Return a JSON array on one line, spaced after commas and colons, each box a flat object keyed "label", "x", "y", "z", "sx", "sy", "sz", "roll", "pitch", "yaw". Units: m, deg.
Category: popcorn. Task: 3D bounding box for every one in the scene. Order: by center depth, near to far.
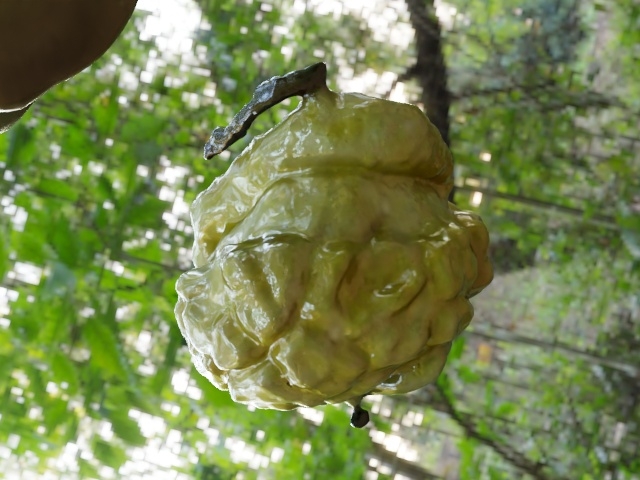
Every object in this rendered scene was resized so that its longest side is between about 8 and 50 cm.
[{"label": "popcorn", "x": 0.000, "y": 0.000, "z": 1.366, "sx": 0.349, "sy": 0.348, "sz": 0.382, "roll": -52, "pitch": -46, "yaw": -58}]

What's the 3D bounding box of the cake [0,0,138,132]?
[{"label": "cake", "x": -0.150, "y": -0.199, "z": 0.435, "sx": 0.332, "sy": 0.321, "sz": 0.332, "roll": -19, "pitch": -90, "yaw": -79}]
